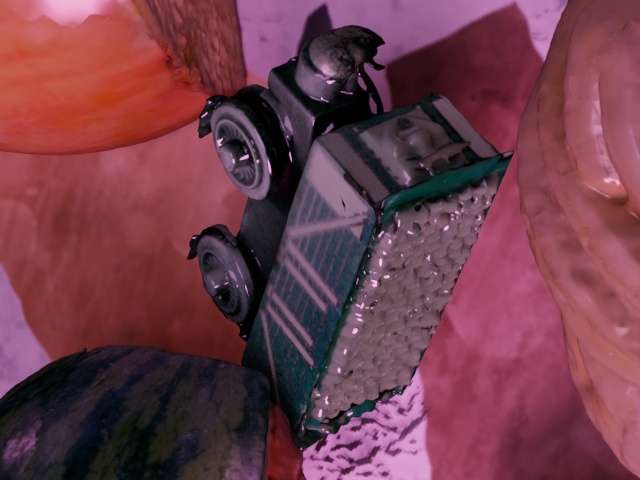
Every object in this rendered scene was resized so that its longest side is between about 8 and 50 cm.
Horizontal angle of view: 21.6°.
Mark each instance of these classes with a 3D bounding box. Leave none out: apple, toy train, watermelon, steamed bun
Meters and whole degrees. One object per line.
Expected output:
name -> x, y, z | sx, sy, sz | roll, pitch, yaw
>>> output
apple -> -0.223, -0.192, 1.079 | 0.309, 0.314, 0.252 | -7, 54, 18
toy train -> 0.000, 0.000, 1.007 | 0.154, 0.115, 0.269 | 51, 143, 26
watermelon -> -0.139, 0.167, 1.056 | 0.292, 0.319, 0.222 | 11, 95, 15
steamed bun -> 0.262, -0.003, 0.881 | 0.325, 0.230, 0.372 | 5, 99, 19
